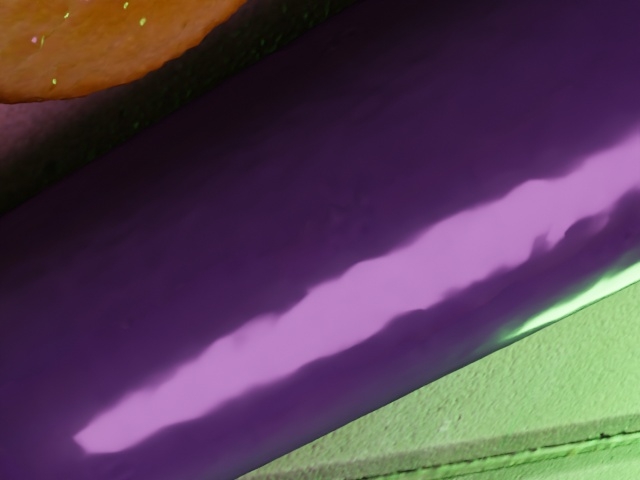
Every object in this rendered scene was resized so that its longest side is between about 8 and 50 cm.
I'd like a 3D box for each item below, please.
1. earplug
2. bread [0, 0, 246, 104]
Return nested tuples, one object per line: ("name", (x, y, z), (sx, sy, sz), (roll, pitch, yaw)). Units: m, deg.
("earplug", (0.000, 0.000, 0.887), (0.456, 0.215, 0.215), (-29, 142, -10))
("bread", (-0.107, -0.175, 0.661), (0.268, 0.145, 0.268), (-27, 143, -23))
